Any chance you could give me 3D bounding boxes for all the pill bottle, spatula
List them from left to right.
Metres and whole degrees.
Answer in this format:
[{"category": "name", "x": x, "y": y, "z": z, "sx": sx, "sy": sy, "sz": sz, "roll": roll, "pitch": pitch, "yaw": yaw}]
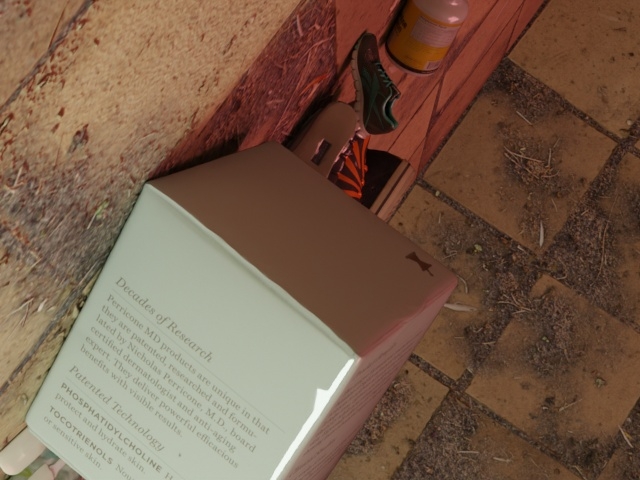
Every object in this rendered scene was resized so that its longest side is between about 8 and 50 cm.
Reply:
[{"category": "spatula", "x": -0.338, "y": 0.288, "z": 1.648, "sx": 0.242, "sy": 0.019, "sz": 0.168, "roll": -46, "pitch": 128, "yaw": -50}, {"category": "pill bottle", "x": 0.187, "y": -0.374, "z": 2.045, "sx": 0.103, "sy": 0.103, "sz": 0.184, "roll": -47, "pitch": 169, "yaw": -48}]

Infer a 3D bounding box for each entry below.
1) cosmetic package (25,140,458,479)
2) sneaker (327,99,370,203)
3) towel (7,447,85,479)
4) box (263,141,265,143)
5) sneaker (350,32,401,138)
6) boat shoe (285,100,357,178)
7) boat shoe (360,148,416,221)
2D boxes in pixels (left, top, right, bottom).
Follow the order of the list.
[{"category": "cosmetic package", "x": -0.096, "y": 0.141, "z": 1.550, "sx": 0.394, "sy": 0.327, "sz": 0.329, "roll": -59, "pitch": 165, "yaw": 25}, {"category": "sneaker", "x": 0.041, "y": -0.066, "z": 2.012, "sx": 0.321, "sy": 0.180, "sz": 0.124, "roll": -61, "pitch": -155, "yaw": -13}, {"category": "towel", "x": -0.461, "y": 0.468, "z": 1.725, "sx": 0.374, "sy": 0.090, "sz": 0.320, "roll": -51, "pitch": 172, "yaw": -33}, {"category": "box", "x": -0.049, "y": -0.111, "z": 1.785, "sx": 0.018, "sy": 0.083, "sz": 0.067, "roll": -56, "pitch": 173, "yaw": 1}, {"category": "sneaker", "x": 0.092, "y": -0.244, "z": 1.921, "sx": 0.065, "sy": 0.076, "sz": 0.166, "roll": -25, "pitch": 115, "yaw": -60}, {"category": "boat shoe", "x": -0.025, "y": -0.119, "z": 1.910, "sx": 0.227, "sy": 0.079, "sz": 0.081, "roll": -55, "pitch": -165, "yaw": -6}, {"category": "boat shoe", "x": 0.000, "y": 0.000, "z": 2.169, "sx": 0.500, "sy": 0.156, "sz": 0.187, "roll": -54, "pitch": 176, "yaw": -37}]
